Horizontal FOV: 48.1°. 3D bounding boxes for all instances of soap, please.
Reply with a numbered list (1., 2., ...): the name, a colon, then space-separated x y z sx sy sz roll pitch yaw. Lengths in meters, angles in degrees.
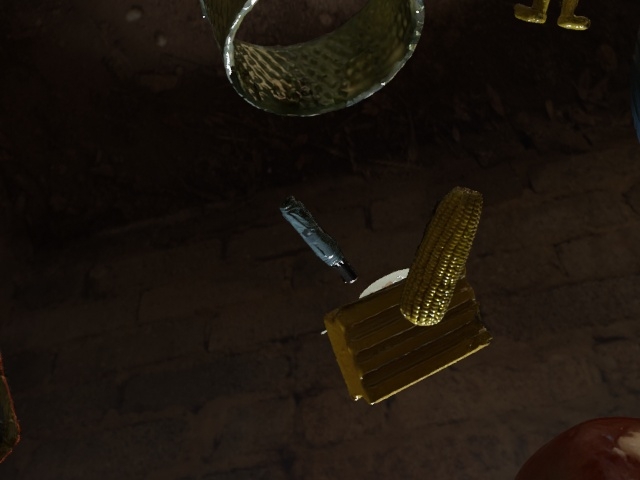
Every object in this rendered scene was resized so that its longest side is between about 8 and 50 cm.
1. soap: 0.182 0.180 1.481 0.325 0.096 0.204 -20 93 -25

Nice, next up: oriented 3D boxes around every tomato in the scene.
1. tomato: 0.415 0.419 1.058 0.273 0.341 0.341 20 125 -16

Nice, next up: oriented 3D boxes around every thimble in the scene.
1. thimble: -0.013 -0.293 0.899 0.271 0.150 0.270 -15 151 -8

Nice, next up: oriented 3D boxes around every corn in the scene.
1. corn: 0.162 0.022 0.967 0.072 0.072 0.203 13 110 -13

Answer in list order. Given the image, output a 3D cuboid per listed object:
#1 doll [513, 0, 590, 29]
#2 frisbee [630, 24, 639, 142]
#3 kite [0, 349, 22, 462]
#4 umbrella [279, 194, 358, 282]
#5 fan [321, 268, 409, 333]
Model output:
1. doll: 0.348 -0.470 0.938 0.160 0.094 0.365 -1 103 -26
2. frisbee: 0.607 -0.282 1.341 0.049 0.289 0.289 -1 134 31
3. kite: -0.579 0.223 0.975 0.328 0.377 0.013 36 125 -5
4. umbrella: 0.002 -0.001 1.563 0.250 0.052 0.053 49 153 -21
5. fan: 0.129 0.161 1.904 0.329 0.009 0.191 -36 153 19
